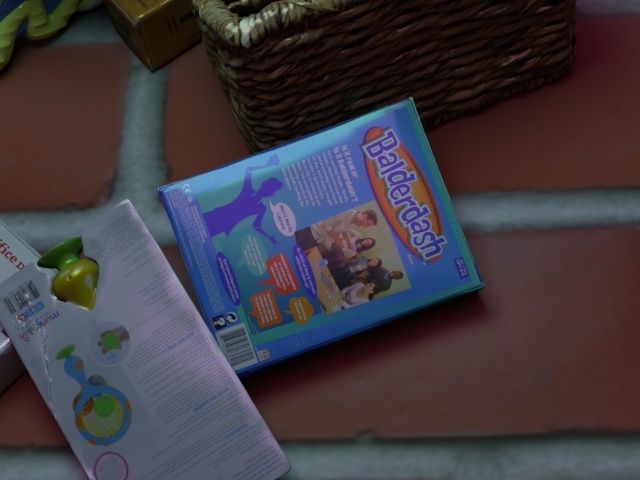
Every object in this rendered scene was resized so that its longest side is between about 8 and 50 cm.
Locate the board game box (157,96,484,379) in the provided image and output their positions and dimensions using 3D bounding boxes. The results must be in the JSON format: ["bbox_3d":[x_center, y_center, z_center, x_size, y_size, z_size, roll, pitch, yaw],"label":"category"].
[{"bbox_3d":[0.000,0.000,1.100,0.210,0.047,0.160,-19,83,-2],"label":"board game box"}]

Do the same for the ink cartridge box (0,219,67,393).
[{"bbox_3d":[-0.270,0.064,1.128,0.099,0.056,0.135,39,73,23],"label":"ink cartridge box"}]

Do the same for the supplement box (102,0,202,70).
[{"bbox_3d":[-0.083,-0.255,1.267,0.233,0.078,0.080,-38,63,-14],"label":"supplement box"}]

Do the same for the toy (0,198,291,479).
[{"bbox_3d":[-0.135,0.103,1.075,0.137,0.056,0.237,-33,83,8],"label":"toy"}]

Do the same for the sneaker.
[{"bbox_3d":[-0.255,-0.248,1.260,0.091,0.126,0.240,35,72,23],"label":"sneaker"}]

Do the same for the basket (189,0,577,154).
[{"bbox_3d":[0.042,-0.222,1.149,0.299,0.223,0.213,-22,61,-3],"label":"basket"}]
